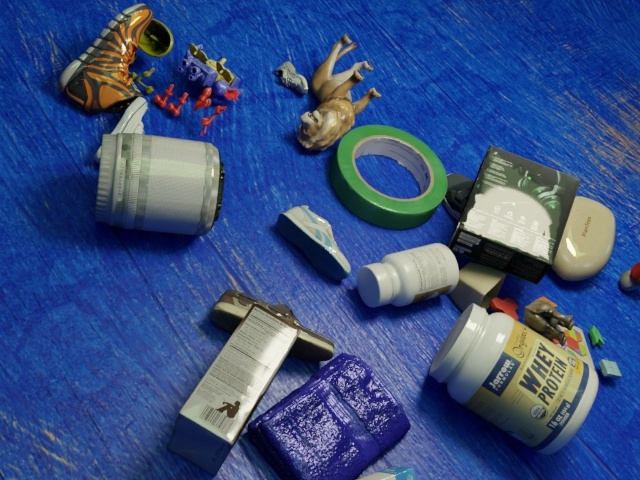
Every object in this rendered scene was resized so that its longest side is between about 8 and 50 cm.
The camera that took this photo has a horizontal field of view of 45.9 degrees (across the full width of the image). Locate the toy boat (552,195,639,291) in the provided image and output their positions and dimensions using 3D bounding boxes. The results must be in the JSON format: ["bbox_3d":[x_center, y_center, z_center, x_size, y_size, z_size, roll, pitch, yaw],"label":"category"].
[{"bbox_3d":[0.768,0.037,2.100,0.318,0.148,0.267,29,64,8],"label":"toy boat"}]

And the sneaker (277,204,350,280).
[{"bbox_3d":[0.000,0.000,1.863,0.228,0.087,0.092,46,50,14],"label":"sneaker"}]

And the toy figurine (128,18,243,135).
[{"bbox_3d":[-0.339,-0.446,2.083,0.363,0.191,0.217,37,19,19],"label":"toy figurine"}]

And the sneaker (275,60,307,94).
[{"bbox_3d":[-0.087,-0.469,2.227,0.058,0.052,0.135,-26,58,-24],"label":"sneaker"}]

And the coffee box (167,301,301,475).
[{"bbox_3d":[-0.171,0.292,1.515,0.119,0.168,0.297,30,48,3],"label":"coffee box"}]

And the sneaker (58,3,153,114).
[{"bbox_3d":[-0.509,-0.453,1.968,0.180,0.124,0.321,39,83,1],"label":"sneaker"}]

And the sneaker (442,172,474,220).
[{"bbox_3d":[0.442,-0.081,2.058,0.126,0.127,0.321,-23,63,-16],"label":"sneaker"}]

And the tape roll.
[{"bbox_3d":[0.188,-0.178,2.080,0.321,0.077,0.321,11,50,-13],"label":"tape roll"}]

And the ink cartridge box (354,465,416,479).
[{"bbox_3d":[0.082,0.534,1.452,0.231,0.078,0.134,-10,84,-28],"label":"ink cartridge box"}]

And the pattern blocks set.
[{"bbox_3d":[0.597,0.252,1.896,0.325,0.026,0.285,7,44,-27],"label":"pattern blocks set"}]

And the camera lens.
[{"bbox_3d":[-0.367,-0.128,1.732,0.274,0.219,0.219,6,52,-17],"label":"camera lens"}]

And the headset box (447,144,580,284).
[{"bbox_3d":[0.490,-0.074,1.908,0.246,0.131,0.283,22,66,7],"label":"headset box"}]

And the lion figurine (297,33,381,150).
[{"bbox_3d":[0.036,-0.418,2.163,0.142,0.240,0.392,40,27,-25],"label":"lion figurine"}]

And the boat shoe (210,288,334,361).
[{"bbox_3d":[-0.098,0.183,1.674,0.285,0.102,0.092,19,54,2],"label":"boat shoe"}]

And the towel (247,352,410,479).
[{"bbox_3d":[0.026,0.384,1.579,0.308,0.076,0.227,-31,69,-36],"label":"towel"}]

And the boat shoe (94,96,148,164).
[{"bbox_3d":[-0.481,-0.261,1.898,0.076,0.083,0.226,32,60,-11],"label":"boat shoe"}]

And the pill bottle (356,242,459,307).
[{"bbox_3d":[0.211,0.090,1.842,0.229,0.131,0.131,-12,59,-29],"label":"pill bottle"}]

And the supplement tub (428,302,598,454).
[{"bbox_3d":[0.427,0.304,1.694,0.316,0.228,0.228,32,49,5],"label":"supplement tub"}]

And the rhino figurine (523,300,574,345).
[{"bbox_3d":[0.530,0.194,1.765,0.106,0.243,0.073,27,85,24],"label":"rhino figurine"}]

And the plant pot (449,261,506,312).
[{"bbox_3d":[0.389,0.119,1.911,0.096,0.109,0.109,36,49,23],"label":"plant pot"}]
